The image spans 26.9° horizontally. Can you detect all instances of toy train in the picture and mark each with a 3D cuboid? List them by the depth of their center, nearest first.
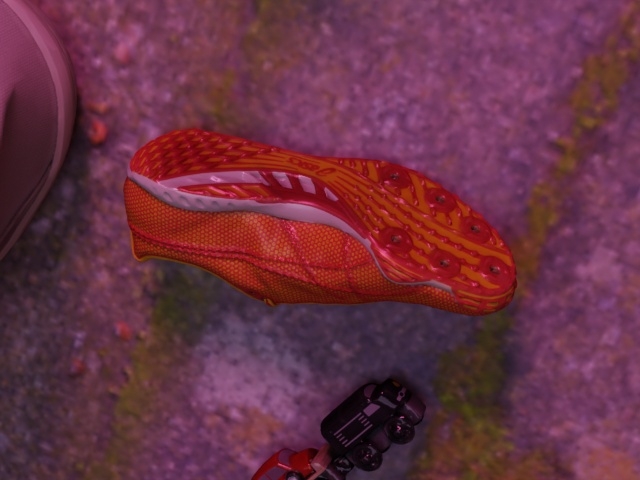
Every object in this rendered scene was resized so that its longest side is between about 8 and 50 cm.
[{"bbox_3d":[-0.014,0.118,0.641,0.036,0.027,0.158,46,113,-2],"label":"toy train"}]

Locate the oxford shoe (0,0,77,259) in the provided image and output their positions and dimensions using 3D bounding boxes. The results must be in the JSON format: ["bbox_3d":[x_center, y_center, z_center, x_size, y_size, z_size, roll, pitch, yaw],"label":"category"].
[{"bbox_3d":[-0.264,0.069,0.627,0.169,0.130,0.449,35,115,-3],"label":"oxford shoe"}]

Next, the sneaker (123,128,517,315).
[{"bbox_3d":[0.000,0.000,0.584,0.175,0.064,0.067,16,133,12],"label":"sneaker"}]
